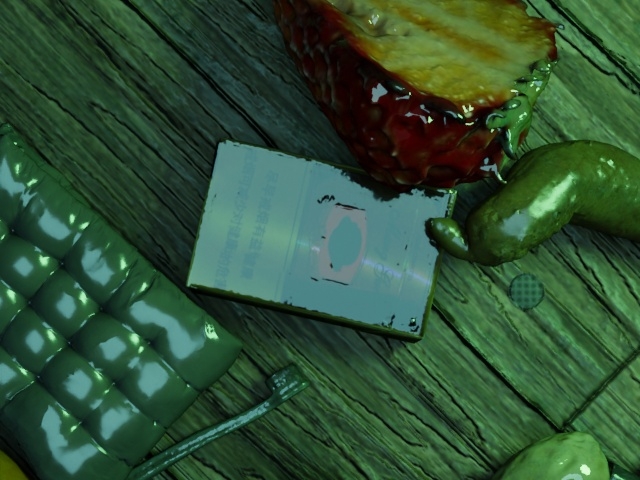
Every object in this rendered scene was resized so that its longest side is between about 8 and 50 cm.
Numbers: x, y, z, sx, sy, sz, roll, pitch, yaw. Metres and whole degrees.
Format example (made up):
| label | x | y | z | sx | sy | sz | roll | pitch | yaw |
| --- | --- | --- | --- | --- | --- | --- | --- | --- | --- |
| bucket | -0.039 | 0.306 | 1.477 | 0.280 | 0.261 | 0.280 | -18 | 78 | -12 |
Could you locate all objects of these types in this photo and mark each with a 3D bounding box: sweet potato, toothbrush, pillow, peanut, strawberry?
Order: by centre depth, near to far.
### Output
| label | x | y | z | sx | sy | sz | roll | pitch | yaw |
| --- | --- | --- | --- | --- | --- | --- | --- | --- | --- |
| strawberry | 0.074 | -0.142 | 1.131 | 0.280 | 0.253 | 0.150 | 15 | 129 | 1 |
| pillow | -0.266 | 0.076 | 1.160 | 0.326 | 0.101 | 0.228 | 43 | 87 | -3 |
| sweet potato | 0.252 | -0.038 | 1.164 | 0.310 | 0.098 | 0.124 | 0 | 82 | -19 |
| peanut | 0.189 | 0.294 | 1.164 | 0.123 | 0.123 | 0.257 | 39 | 91 | -2 |
| toothbrush | -0.143 | 0.209 | 1.197 | 0.297 | 0.030 | 0.031 | -31 | 83 | -2 |

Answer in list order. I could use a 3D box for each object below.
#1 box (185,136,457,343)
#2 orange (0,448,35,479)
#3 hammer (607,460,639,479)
| label | x | y | z | sx | sy | sz | roll | pitch | yaw |
| --- | --- | --- | --- | --- | --- | --- | --- | --- | --- |
| box | 0.000 | 0.000 | 1.184 | 0.240 | 0.071 | 0.159 | 13 | 87 | -1 |
| orange | -0.357 | 0.301 | 1.117 | 0.240 | 0.171 | 0.240 | 0 | 88 | 0 |
| hammer | 0.414 | 0.132 | 1.215 | 0.111 | 0.043 | 0.365 | 32 | 87 | -2 |
